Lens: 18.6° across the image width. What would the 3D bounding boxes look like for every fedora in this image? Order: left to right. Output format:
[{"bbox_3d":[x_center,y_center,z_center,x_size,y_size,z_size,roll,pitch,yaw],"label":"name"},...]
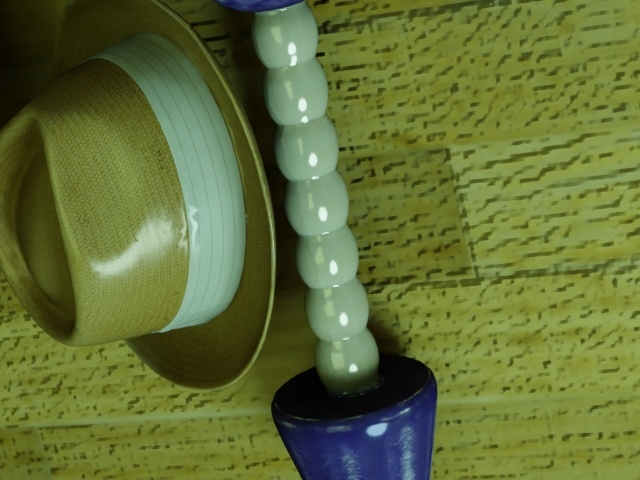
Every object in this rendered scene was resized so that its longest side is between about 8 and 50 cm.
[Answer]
[{"bbox_3d":[-0.096,-0.015,0.854,0.194,0.079,0.194,32,132,43],"label":"fedora"}]

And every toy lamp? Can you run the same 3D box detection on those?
[{"bbox_3d":[0.000,0.000,0.864,0.080,0.080,0.274,-5,109,23],"label":"toy lamp"}]
